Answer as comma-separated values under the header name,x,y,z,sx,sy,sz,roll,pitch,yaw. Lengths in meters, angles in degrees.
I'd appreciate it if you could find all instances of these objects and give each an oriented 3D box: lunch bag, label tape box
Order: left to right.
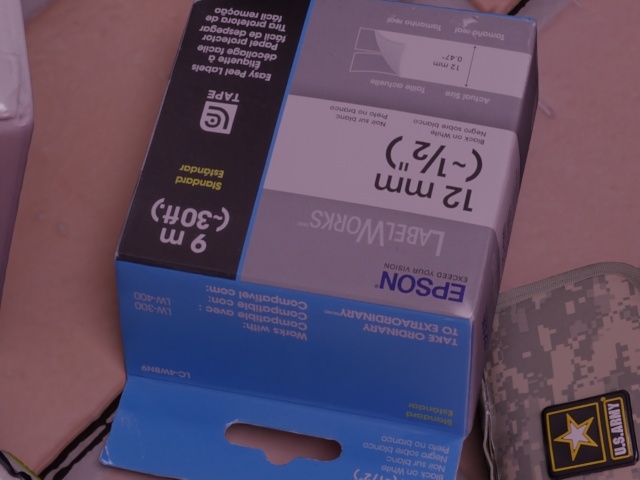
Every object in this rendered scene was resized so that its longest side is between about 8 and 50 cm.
name,x,y,z,sx,sy,sz,roll,pitch,yaw
label tape box,0.000,0.000,1.210,0.249,0.115,0.347,10,64,11
lunch bag,0.251,0.142,1.225,0.287,0.169,0.235,-3,68,-9

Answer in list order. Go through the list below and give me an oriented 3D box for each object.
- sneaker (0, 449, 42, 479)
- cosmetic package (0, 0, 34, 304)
name,x,y,z,sx,sy,sz,roll,pitch,yaw
sneaker,-0.203,0.208,1.137,0.275,0.107,0.110,37,84,8
cosmetic package,-0.356,-0.134,1.054,0.327,0.393,0.329,-2,70,-14
